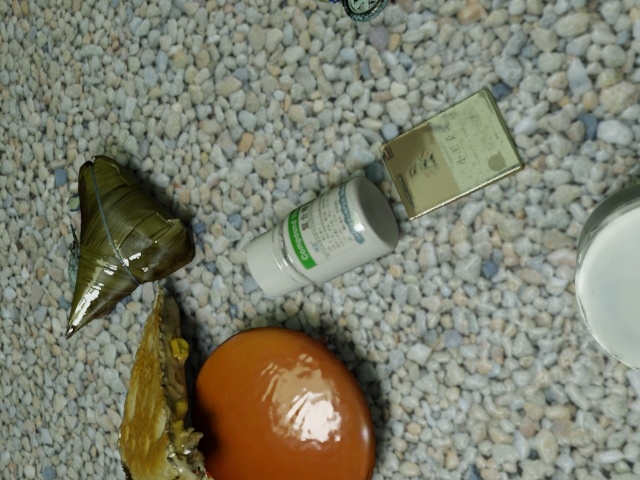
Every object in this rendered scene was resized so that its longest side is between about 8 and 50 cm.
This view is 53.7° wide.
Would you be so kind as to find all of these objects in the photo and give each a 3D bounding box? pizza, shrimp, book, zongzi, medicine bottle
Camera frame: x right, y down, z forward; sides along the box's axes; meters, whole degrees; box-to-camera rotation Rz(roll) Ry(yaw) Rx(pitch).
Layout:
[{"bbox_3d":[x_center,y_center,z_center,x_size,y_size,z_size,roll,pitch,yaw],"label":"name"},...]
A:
[{"bbox_3d":[-0.319,0.352,1.217,0.392,0.080,0.435,-62,30,34],"label":"pizza"},{"bbox_3d":[-0.508,0.062,1.364,0.233,0.079,0.090,68,155,12],"label":"shrimp"},{"bbox_3d":[0.203,-0.132,1.003,0.199,0.016,0.138,-26,83,27],"label":"book"},{"bbox_3d":[-0.440,0.010,1.227,0.286,0.138,0.300,41,76,20],"label":"zongzi"},{"bbox_3d":[0.000,0.000,1.055,0.237,0.139,0.139,-26,83,29],"label":"medicine bottle"},{"bbox_3d":[0.402,0.026,0.742,0.190,0.332,0.190,3,97,23],"label":"medicine bottle"}]

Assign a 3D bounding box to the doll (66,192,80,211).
[{"bbox_3d":[-0.510,-0.096,1.373,0.125,0.027,0.037,-26,90,27],"label":"doll"}]

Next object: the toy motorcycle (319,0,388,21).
[{"bbox_3d":[0.036,-0.491,1.006,0.169,0.113,0.315,-4,84,37],"label":"toy motorcycle"}]

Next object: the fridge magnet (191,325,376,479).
[{"bbox_3d":[-0.068,0.327,1.110,0.364,0.155,0.363,3,97,27],"label":"fridge magnet"}]

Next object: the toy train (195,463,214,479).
[{"bbox_3d":[-0.191,0.481,1.240,0.176,0.074,0.118,-12,86,30],"label":"toy train"}]
